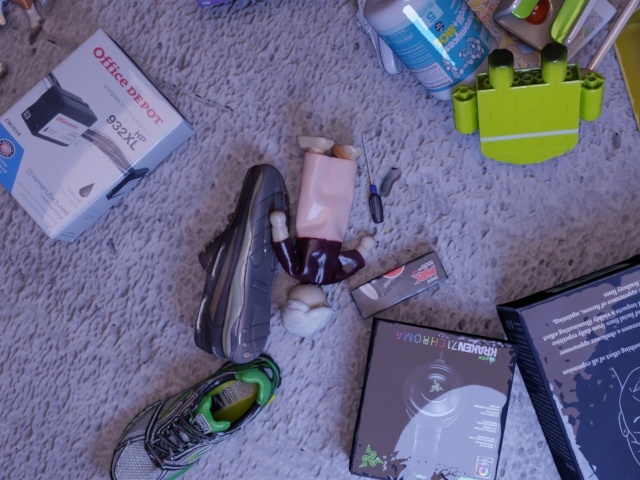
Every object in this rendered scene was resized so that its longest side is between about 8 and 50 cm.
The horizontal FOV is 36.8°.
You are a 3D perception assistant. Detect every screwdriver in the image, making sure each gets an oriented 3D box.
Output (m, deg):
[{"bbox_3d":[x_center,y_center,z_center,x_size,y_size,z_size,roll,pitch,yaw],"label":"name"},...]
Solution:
[{"bbox_3d":[0.091,-0.114,1.725,0.024,0.025,0.169,-10,88,1],"label":"screwdriver"}]

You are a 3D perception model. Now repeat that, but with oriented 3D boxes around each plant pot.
[{"bbox_3d":[0.651,-0.318,1.641,0.187,0.212,0.212,-15,87,-11],"label":"plant pot"}]

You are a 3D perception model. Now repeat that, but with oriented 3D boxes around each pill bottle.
[{"bbox_3d":[0.205,-0.341,1.640,0.146,0.146,0.264,-48,118,-1],"label":"pill bottle"}]

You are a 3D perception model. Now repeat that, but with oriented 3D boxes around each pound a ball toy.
[{"bbox_3d":[0.441,-0.431,1.661,0.208,0.136,0.319,30,89,-11],"label":"pound a ball toy"}]

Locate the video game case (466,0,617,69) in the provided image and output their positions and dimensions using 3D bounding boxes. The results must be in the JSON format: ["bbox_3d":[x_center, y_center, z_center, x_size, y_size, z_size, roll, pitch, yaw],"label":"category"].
[{"bbox_3d":[0.381,-0.401,1.731,0.206,0.026,0.227,44,89,3],"label":"video game case"}]

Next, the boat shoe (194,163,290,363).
[{"bbox_3d":[-0.149,0.032,1.667,0.130,0.132,0.355,3,72,24],"label":"boat shoe"}]

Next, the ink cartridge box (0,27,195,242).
[{"bbox_3d":[-0.412,-0.180,1.686,0.307,0.129,0.223,-42,87,-1],"label":"ink cartridge box"}]

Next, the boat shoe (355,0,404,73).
[{"bbox_3d":[0.102,-0.406,1.721,0.076,0.083,0.226,-6,88,29],"label":"boat shoe"}]

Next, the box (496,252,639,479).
[{"bbox_3d":[0.513,0.245,1.607,0.294,0.212,0.395,-20,86,0],"label":"box"}]

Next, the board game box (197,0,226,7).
[{"bbox_3d":[-0.064,-0.535,1.692,0.347,0.056,0.208,-13,54,1],"label":"board game box"}]

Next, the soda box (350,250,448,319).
[{"bbox_3d":[0.138,0.078,1.701,0.169,0.053,0.060,-26,87,-1],"label":"soda box"}]

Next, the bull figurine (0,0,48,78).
[{"bbox_3d":[-0.625,-0.385,1.716,0.188,0.101,0.310,36,91,-1],"label":"bull figurine"}]

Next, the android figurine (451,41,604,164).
[{"bbox_3d":[0.347,-0.218,1.613,0.248,0.272,0.056,-6,56,11],"label":"android figurine"}]

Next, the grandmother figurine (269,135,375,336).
[{"bbox_3d":[0.000,0.000,1.682,0.208,0.104,0.342,12,87,-17],"label":"grandmother figurine"}]

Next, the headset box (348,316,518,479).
[{"bbox_3d":[0.187,0.291,1.652,0.247,0.131,0.282,11,88,2],"label":"headset box"}]

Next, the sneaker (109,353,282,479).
[{"bbox_3d":[-0.224,0.310,1.653,0.344,0.146,0.134,-38,87,0],"label":"sneaker"}]
